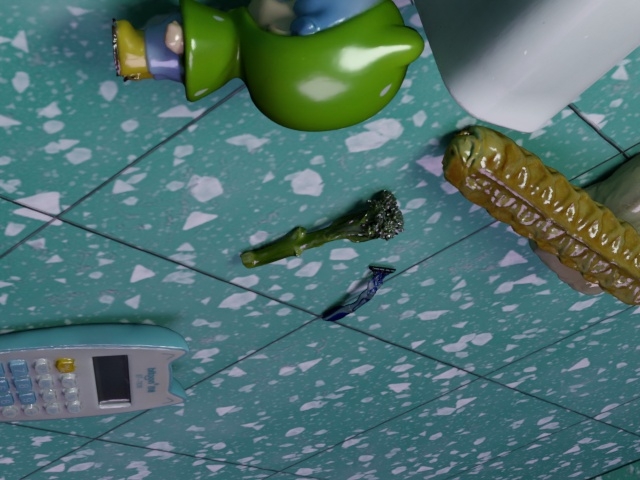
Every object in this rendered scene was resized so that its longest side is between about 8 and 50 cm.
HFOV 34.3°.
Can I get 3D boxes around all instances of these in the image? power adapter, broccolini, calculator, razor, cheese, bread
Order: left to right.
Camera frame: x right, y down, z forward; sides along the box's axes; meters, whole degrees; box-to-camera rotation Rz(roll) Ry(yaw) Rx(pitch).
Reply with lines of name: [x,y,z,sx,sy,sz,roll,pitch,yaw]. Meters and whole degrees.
calculator: [-0.383,0.194,1.470,0.386,0.054,0.256,-6,150,-12]
broccolini: [0.001,0.002,1.298,0.216,0.058,0.067,-20,153,12]
razor: [0.049,0.085,1.493,0.044,0.028,0.154,9,143,-36]
bread: [0.291,-0.025,1.254,0.367,0.077,0.084,31,131,-25]
power adapter: [0.204,-0.235,0.842,0.124,0.187,0.255,9,143,-37]
cheese: [0.411,-0.032,1.374,0.263,0.093,0.159,-31,139,29]

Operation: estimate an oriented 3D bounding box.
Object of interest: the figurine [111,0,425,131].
figurine: [-0.045,-0.166,0.912,0.263,0.143,0.162,-2,178,-3]
